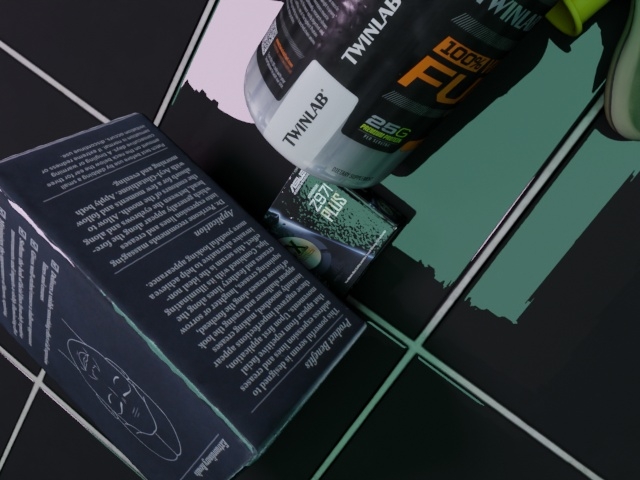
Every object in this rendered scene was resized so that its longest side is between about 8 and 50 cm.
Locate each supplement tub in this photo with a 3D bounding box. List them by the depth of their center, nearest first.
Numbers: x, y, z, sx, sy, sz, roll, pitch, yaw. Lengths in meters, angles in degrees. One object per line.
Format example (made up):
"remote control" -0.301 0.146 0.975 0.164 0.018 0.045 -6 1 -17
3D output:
"supplement tub" 0.084 -0.227 0.502 0.207 0.207 0.338 48 129 5

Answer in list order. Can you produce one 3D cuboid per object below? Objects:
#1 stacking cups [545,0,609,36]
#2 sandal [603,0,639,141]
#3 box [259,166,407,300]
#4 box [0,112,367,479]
"stacking cups" 0.352 -0.349 0.499 0.316 0.096 0.096 -42 85 17
"sandal" 0.341 -0.229 0.464 0.120 0.086 0.303 -15 122 -4
"box" 0.000 0.000 0.685 0.147 0.077 0.180 40 110 9
"box" -0.196 0.097 0.648 0.395 0.212 0.293 43 135 7
